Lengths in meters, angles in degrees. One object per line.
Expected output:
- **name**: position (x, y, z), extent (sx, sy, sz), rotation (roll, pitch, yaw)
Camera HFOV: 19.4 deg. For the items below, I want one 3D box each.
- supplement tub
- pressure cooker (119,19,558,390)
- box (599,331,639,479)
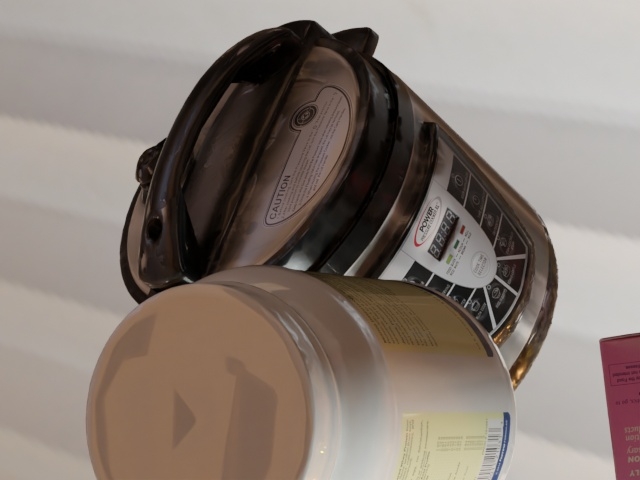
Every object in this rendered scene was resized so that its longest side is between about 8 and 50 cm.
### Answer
- **supplement tub**: position (-0.009, 0.140, 1.478), extent (0.235, 0.235, 0.325), rotation (21, -174, 30)
- **pressure cooker**: position (-0.005, 0.002, 1.950), extent (0.420, 0.375, 0.370), rotation (41, -163, -33)
- **box**: position (0.342, 0.203, 1.688), extent (0.117, 0.243, 0.213), rotation (-9, 173, 20)
